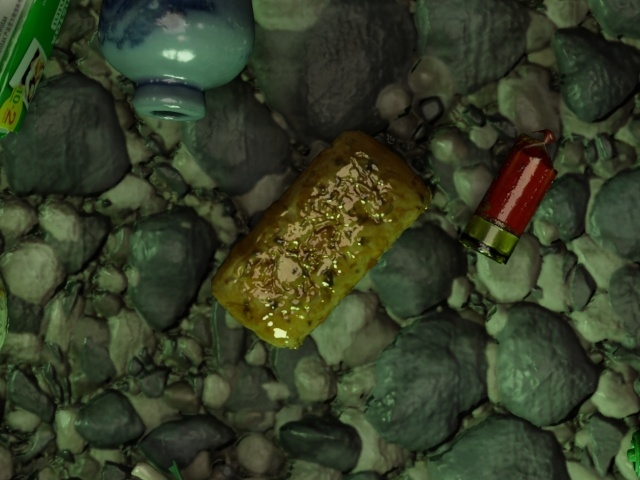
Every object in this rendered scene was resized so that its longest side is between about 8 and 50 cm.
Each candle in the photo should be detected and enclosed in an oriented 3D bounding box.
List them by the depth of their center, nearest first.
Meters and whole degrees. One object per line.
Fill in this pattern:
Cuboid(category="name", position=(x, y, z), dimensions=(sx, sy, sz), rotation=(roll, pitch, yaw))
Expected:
Cuboid(category="candle", position=(0.179, -0.044, 1.431), dimensions=(0.052, 0.052, 0.130), rotation=(28, 91, 3))

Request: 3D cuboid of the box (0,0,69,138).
Cuboid(category="box", position=(-0.369, -0.214, 1.438), dimensions=(0.250, 0.103, 0.180), rotation=(23, 92, 2))

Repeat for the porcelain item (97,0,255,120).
Cuboid(category="porcelain item", position=(-0.125, -0.239, 1.412), dimensions=(0.141, 0.141, 0.259), rotation=(5, 82, 4))

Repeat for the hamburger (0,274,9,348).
Cuboid(category="hamburger", position=(-0.363, 0.074, 1.460), dimensions=(0.140, 0.062, 0.133), rotation=(-25, 85, 6))

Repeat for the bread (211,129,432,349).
Cuboid(category="bread", position=(0.000, 0.000, 1.428), dimensions=(0.114, 0.083, 0.211), rotation=(40, 94, -2))

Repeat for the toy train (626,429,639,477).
Cuboid(category="toy train", position=(0.320, 0.278, 1.392), dimensions=(0.085, 0.119, 0.251), rotation=(-3, 89, 3))

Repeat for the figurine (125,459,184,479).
Cuboid(category="figurine", position=(-0.108, 0.279, 1.450), dimensions=(0.187, 0.083, 0.083), rotation=(41, 93, 15))
